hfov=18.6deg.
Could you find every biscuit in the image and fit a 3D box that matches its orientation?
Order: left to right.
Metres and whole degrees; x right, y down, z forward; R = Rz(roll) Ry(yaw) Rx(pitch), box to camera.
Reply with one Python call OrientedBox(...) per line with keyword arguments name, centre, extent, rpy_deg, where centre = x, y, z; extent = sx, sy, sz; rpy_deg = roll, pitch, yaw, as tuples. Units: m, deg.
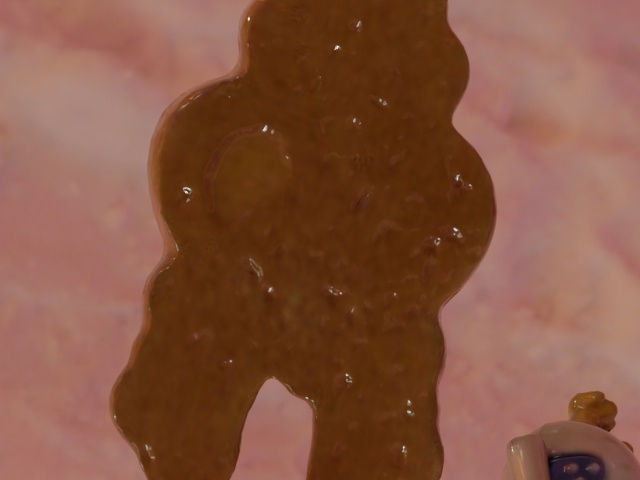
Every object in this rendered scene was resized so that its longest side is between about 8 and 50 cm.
OrientedBox(name="biscuit", centre=(-0.003, -0.002, 0.795), extent=(0.144, 0.040, 0.236), rpy_deg=(12, 88, -10))

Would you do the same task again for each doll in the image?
OrientedBox(name="doll", centre=(0.147, 0.203, 1.237), extent=(0.138, 0.119, 0.293), rpy_deg=(60, 34, -16))
